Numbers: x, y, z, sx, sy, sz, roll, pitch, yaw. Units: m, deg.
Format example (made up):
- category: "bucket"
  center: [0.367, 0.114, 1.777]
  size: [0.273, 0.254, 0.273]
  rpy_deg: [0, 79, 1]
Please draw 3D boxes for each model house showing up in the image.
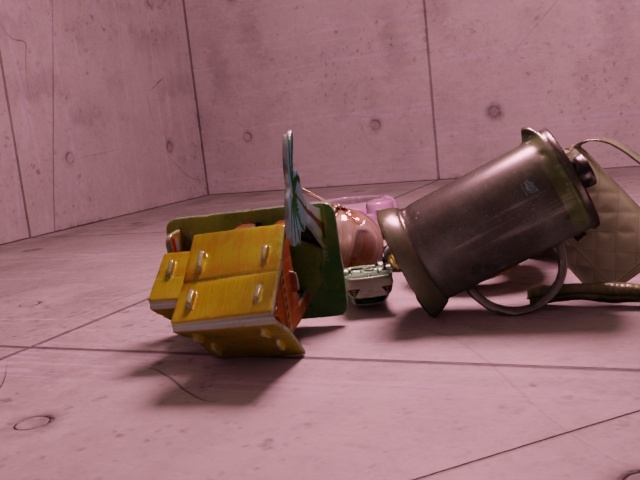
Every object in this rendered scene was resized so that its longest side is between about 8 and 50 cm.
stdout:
- category: "model house"
  center: [-0.144, 0.018, 1.170]
  size: [0.301, 0.340, 0.323]
  rpy_deg: [-6, 13, 12]

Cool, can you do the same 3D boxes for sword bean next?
- category: "sword bean"
  center: [0.468, 0.086, 1.244]
  size: [0.269, 0.043, 0.038]
  rpy_deg: [-2, 23, 27]

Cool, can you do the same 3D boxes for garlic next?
- category: "garlic"
  center: [0.000, 0.000, 1.652]
  size: [0.207, 0.257, 0.207]
  rpy_deg: [-37, 28, 23]

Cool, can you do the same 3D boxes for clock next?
- category: "clock"
  center: [0.088, -0.072, 2.302]
  size: [0.296, 0.113, 0.322]
  rpy_deg: [-5, 8, 12]

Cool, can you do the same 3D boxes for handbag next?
- category: "handbag"
  center: [0.485, -0.053, 1.319]
  size: [0.079, 0.256, 0.219]
  rpy_deg: [-16, -28, -46]

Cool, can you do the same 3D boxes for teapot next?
- category: "teapot"
  center: [0.297, -0.012, 1.258]
  size: [0.337, 0.270, 0.200]
  rpy_deg: [-29, -5, 12]

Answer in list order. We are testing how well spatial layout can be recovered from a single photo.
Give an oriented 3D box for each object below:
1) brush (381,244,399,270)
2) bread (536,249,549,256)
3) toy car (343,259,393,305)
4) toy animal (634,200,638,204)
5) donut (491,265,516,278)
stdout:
- category: "brush"
  center: [0.278, 0.011, 1.725]
  size: [0.297, 0.068, 0.060]
  rpy_deg: [-17, 27, -10]
- category: "bread"
  center: [0.485, -0.078, 1.661]
  size: [0.143, 0.195, 0.269]
  rpy_deg: [-27, -24, -21]
- category: "toy car"
  center: [0.084, 0.080, 1.445]
  size: [0.090, 0.076, 0.224]
  rpy_deg: [-8, 1, -1]
- category: "toy animal"
  center: [0.632, -0.041, 1.792]
  size: [0.213, 0.124, 0.124]
  rpy_deg: [7, 13, 19]
- category: "donut"
  center: [0.313, -0.013, 1.545]
  size: [0.303, 0.110, 0.303]
  rpy_deg: [-25, 18, 9]
